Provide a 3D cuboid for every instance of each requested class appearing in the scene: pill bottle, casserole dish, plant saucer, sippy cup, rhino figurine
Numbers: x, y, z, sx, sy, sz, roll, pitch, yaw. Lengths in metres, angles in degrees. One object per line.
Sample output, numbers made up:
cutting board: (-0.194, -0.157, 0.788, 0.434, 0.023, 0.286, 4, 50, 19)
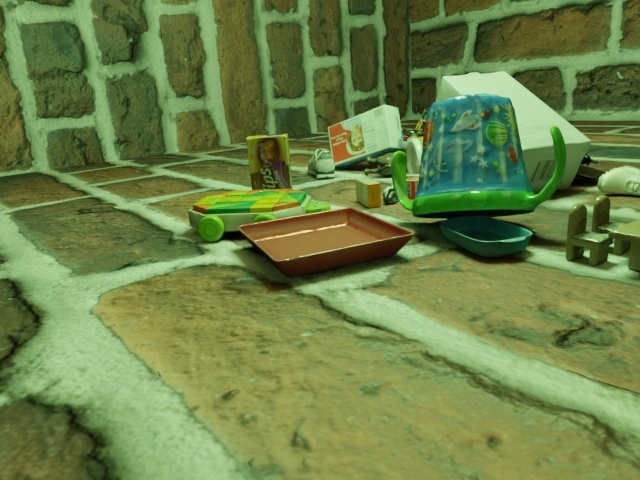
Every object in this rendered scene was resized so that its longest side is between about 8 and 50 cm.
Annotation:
pill bottle: (0.389, -0.243, 1.518, 0.246, 0.136, 0.136, -6, 17, -5)
casserole dish: (0.296, -0.008, 0.934, 0.114, 0.036, 0.188, -10, 17, -16)
plant saucer: (0.686, -0.195, 1.403, 0.169, 0.029, 0.168, 13, 10, -2)
plant saucer: (0.000, 0.000, 0.962, 0.259, 0.047, 0.259, -11, 19, -21)
sippy cup: (0.298, -0.161, 1.016, 0.306, 0.223, 0.240, -1, -1, 5)
rhino figurine: (0.244, -0.266, 1.746, 0.106, 0.073, 0.243, 1, 16, 30)

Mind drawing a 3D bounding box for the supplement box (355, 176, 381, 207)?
supplement box: (0.122, -0.124, 1.319, 0.036, 0.062, 0.098, -9, 18, -13)

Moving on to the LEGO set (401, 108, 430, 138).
LEGO set: (0.487, -0.392, 2.027, 0.255, 0.192, 0.331, 21, 10, -24)

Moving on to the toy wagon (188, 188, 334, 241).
toy wagon: (-0.119, -0.070, 1.188, 0.345, 0.068, 0.267, -2, 17, 8)

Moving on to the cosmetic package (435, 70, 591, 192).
cosmetic package: (0.486, -0.295, 1.370, 0.218, 0.156, 0.384, -9, 44, -16)

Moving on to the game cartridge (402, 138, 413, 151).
game cartridge: (0.446, -0.294, 1.719, 0.295, 0.060, 0.196, 4, 8, -26)

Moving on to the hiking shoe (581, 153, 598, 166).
hiking shoe: (0.707, -0.245, 1.535, 0.227, 0.086, 0.114, -7, 14, -13)

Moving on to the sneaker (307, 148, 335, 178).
sneaker: (0.005, -0.279, 1.813, 0.090, 0.094, 0.235, -10, 16, -12)

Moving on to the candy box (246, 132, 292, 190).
candy box: (-0.136, -0.192, 1.390, 0.109, 0.186, 0.053, -3, 20, 2)

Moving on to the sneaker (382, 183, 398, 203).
sneaker: (0.181, -0.118, 1.343, 0.044, 0.040, 0.109, -27, 9, 30)

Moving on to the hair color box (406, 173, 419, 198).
hair color box: (0.305, -0.145, 1.358, 0.167, 0.053, 0.093, 0, 18, 19)

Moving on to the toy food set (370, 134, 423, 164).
toy food set: (0.299, -0.314, 1.911, 0.232, 0.104, 0.111, -15, 23, 30)

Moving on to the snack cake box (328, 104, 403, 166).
snack cake box: (0.158, -0.367, 1.834, 0.265, 0.152, 0.089, -11, -4, 42)

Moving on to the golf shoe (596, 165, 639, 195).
golf shoe: (0.746, -0.132, 1.192, 0.176, 0.069, 0.086, -2, 23, 12)

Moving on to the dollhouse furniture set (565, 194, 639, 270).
dollhouse furniture set: (0.545, -0.050, 0.791, 0.242, 0.160, 0.212, -15, 20, -33)
